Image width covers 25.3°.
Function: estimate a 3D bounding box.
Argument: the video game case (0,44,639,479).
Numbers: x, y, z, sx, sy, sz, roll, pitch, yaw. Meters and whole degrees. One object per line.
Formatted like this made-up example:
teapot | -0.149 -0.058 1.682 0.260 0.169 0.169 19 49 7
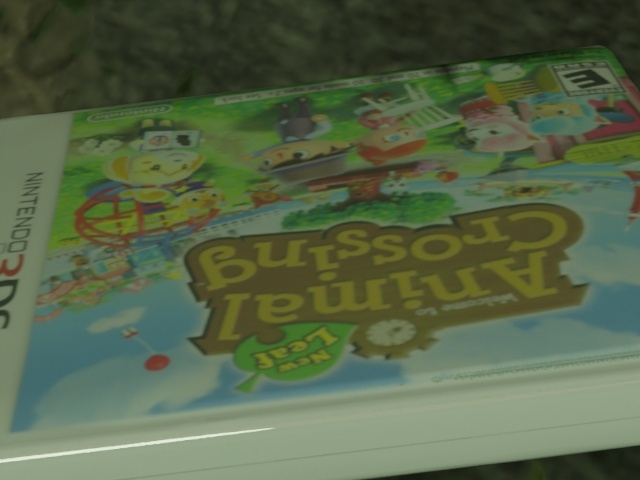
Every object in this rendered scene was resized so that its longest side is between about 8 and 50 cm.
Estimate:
video game case | 0.000 0.000 0.400 0.213 0.023 0.193 -7 29 -1
